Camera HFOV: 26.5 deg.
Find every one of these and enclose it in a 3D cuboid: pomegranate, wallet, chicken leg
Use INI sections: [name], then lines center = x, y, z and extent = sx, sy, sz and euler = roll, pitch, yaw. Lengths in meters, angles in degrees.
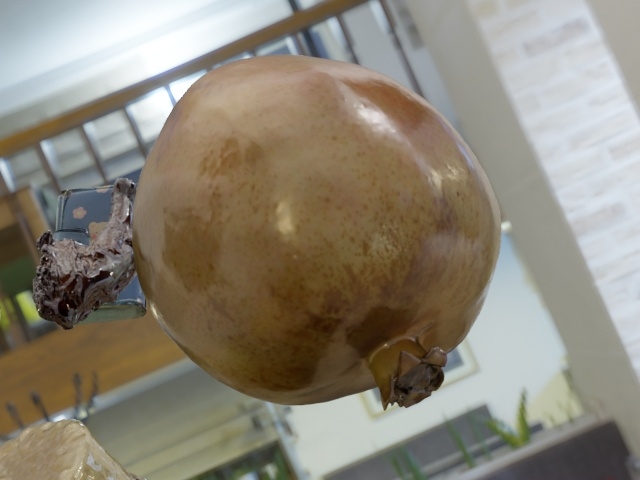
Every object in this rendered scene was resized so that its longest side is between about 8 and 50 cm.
[pomegranate]
center = 0.000, 0.000, 1.094
extent = 0.319, 0.319, 0.319
euler = -23, -4, -2
[wallet]
center = -0.313, 0.019, 1.919
extent = 0.141, 0.202, 0.059
euler = -6, -29, 5
[chicken leg]
center = -0.207, 0.014, 1.255
extent = 0.053, 0.093, 0.205
euler = -30, 9, 25

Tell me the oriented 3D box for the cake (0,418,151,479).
[cake]
center = -0.306, 0.423, 1.622
extent = 0.332, 0.321, 0.332
euler = -32, 24, 16
